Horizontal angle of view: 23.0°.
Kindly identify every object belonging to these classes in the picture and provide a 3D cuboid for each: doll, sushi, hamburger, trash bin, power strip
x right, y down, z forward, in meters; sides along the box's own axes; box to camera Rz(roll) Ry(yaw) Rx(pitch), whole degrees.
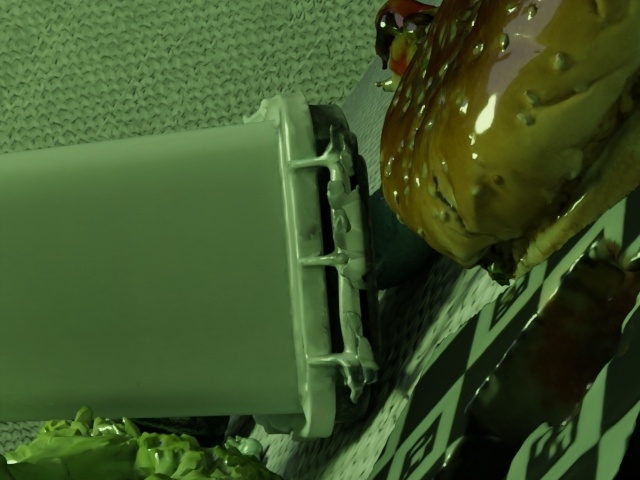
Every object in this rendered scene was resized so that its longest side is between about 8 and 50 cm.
[{"bbox_3d":[0.051,-0.009,1.279,0.120,0.075,0.180,-62,6,-6],"label":"doll"},{"bbox_3d":[0.108,-0.103,1.073,0.226,0.097,0.103,51,149,45],"label":"sushi"},{"bbox_3d":[0.133,-0.097,0.838,0.286,0.146,0.243,-48,18,47],"label":"hamburger"},{"bbox_3d":[0.065,0.120,0.582,0.292,0.059,0.294,-60,7,-31],"label":"sushi"},{"bbox_3d":[-0.149,0.030,1.139,0.296,0.368,0.255,171,96,-77],"label":"trash bin"},{"bbox_3d":[-0.074,0.201,1.379,0.055,0.035,0.083,-53,9,29],"label":"power strip"}]

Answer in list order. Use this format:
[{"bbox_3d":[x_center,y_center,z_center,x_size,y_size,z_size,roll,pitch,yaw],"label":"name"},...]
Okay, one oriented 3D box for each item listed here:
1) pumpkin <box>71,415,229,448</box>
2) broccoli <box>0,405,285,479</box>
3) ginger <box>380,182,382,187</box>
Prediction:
[{"bbox_3d":[-0.171,0.167,1.613,0.220,0.162,0.220,-164,90,-89],"label":"pumpkin"},{"bbox_3d":[-0.191,0.157,0.883,0.275,0.397,0.353,-60,-1,-37],"label":"broccoli"},{"bbox_3d":[0.122,-0.113,1.371,0.214,0.059,0.133,-53,15,45],"label":"ginger"}]
